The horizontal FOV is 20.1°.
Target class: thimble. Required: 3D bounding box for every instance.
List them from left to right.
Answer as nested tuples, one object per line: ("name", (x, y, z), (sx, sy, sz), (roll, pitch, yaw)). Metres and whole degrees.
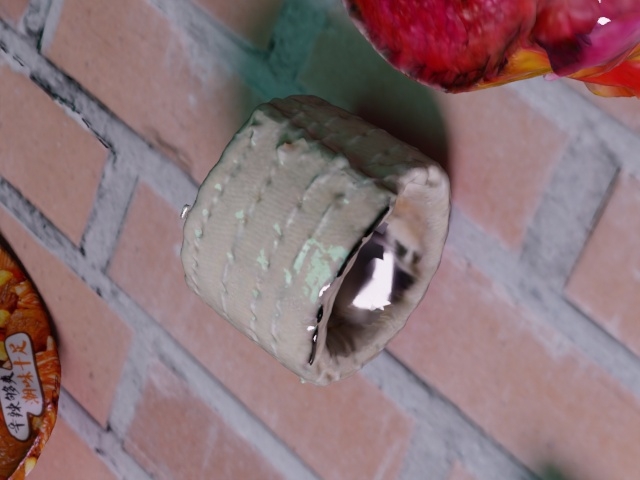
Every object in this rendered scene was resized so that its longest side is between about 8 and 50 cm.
("thimble", (0.000, 0.000, 0.838), (0.090, 0.102, 0.115), (35, 129, 31))

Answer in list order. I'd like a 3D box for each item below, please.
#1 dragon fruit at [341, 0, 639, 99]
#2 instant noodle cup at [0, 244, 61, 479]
("dragon fruit", (0.104, -0.233, 0.566), (0.371, 0.249, 0.386), (107, 149, -63))
("instant noodle cup", (-0.296, 0.111, 1.057), (0.250, 0.250, 0.192), (55, 140, 18))
